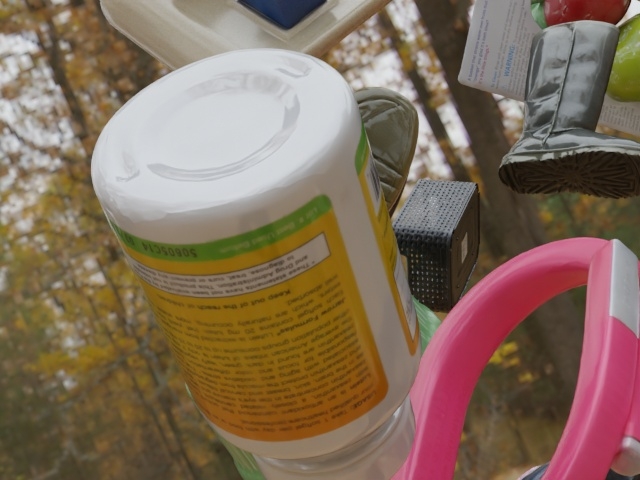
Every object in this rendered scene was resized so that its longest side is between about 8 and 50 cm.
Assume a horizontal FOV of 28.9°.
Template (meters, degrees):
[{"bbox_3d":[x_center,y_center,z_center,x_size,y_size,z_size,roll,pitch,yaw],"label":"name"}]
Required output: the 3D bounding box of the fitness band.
[{"bbox_3d":[0.130,0.110,0.813,0.209,0.054,0.291,-38,21,40],"label":"fitness band"}]

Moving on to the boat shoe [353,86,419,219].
[{"bbox_3d":[0.001,0.001,0.850,0.224,0.080,0.073,-64,-13,-13],"label":"boat shoe"}]

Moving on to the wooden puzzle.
[{"bbox_3d":[-0.033,-0.302,1.203,0.348,0.322,0.080,-43,-45,-8],"label":"wooden puzzle"}]

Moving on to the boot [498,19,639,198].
[{"bbox_3d":[0.291,-0.144,1.321,0.189,0.076,0.208,6,50,29],"label":"boot"}]

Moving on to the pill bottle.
[{"bbox_3d":[-0.020,0.032,0.680,0.136,0.136,0.246,-24,-50,-7],"label":"pill bottle"}]

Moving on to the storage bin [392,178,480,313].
[{"bbox_3d":[0.155,0.005,1.658,0.084,0.122,0.180,5,29,17],"label":"storage bin"}]

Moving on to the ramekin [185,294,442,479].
[{"bbox_3d":[-0.015,0.137,1.467,0.303,0.148,0.303,-33,21,14],"label":"ramekin"}]

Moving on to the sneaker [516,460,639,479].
[{"bbox_3d":[0.324,0.232,1.210,0.318,0.112,0.131,-3,-11,-21],"label":"sneaker"}]

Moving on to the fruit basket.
[{"bbox_3d":[0.360,-0.292,1.510,0.353,0.327,0.165,14,-7,-6],"label":"fruit basket"}]
